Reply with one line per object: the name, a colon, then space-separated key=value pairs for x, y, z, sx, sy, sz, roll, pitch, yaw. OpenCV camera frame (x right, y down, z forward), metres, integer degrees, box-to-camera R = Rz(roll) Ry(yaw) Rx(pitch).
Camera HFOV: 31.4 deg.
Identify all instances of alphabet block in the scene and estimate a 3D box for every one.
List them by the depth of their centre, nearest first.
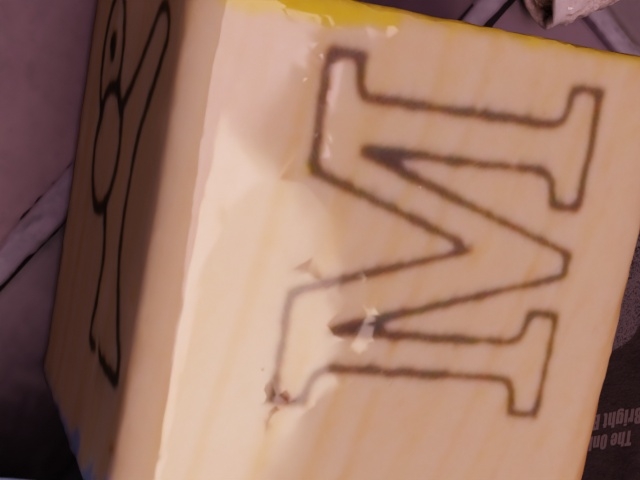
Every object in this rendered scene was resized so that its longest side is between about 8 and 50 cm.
alphabet block: x=0.000 y=0.000 z=0.485 sx=0.193 sy=0.192 sz=0.197 roll=6 pitch=101 yaw=-24

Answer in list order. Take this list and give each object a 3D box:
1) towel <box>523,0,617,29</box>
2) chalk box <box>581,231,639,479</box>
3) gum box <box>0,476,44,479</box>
towel: x=0.157 y=-0.267 z=0.559 sx=0.187 sy=0.049 sz=0.282 roll=-22 pitch=109 yaw=-14
chalk box: x=0.162 y=0.119 z=0.559 sx=0.132 sy=0.132 sz=0.213 roll=24 pitch=66 yaw=-24
gum box: x=-0.101 y=0.161 z=0.494 sx=0.184 sy=0.041 sz=0.157 roll=15 pitch=134 yaw=-38
